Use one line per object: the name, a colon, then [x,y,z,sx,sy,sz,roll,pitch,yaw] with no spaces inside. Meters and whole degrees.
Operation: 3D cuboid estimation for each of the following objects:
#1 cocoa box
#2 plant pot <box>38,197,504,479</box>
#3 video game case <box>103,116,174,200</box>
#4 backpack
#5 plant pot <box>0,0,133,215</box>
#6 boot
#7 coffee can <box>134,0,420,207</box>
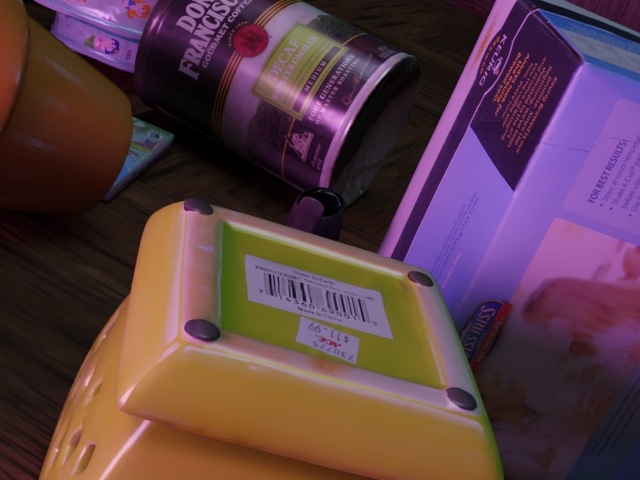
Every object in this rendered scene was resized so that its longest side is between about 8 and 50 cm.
cocoa box: [0.198,0.010,0.848,0.231,0.347,0.228,18,24,-13]
plant pot: [-0.032,0.114,0.594,0.228,0.207,0.227,17,24,-12]
video game case: [-0.282,-0.121,1.102,0.212,0.023,0.193,24,23,2]
backpack: [-0.252,-0.327,1.359,0.225,0.191,0.253,23,16,8]
plant pot: [-0.273,-0.109,0.894,0.188,0.205,0.205,23,18,-42]
boot: [0.000,0.000,0.955,0.077,0.137,0.198,24,23,3]
coffee can: [-0.049,-0.186,1.229,0.275,0.201,0.201,30,24,16]
